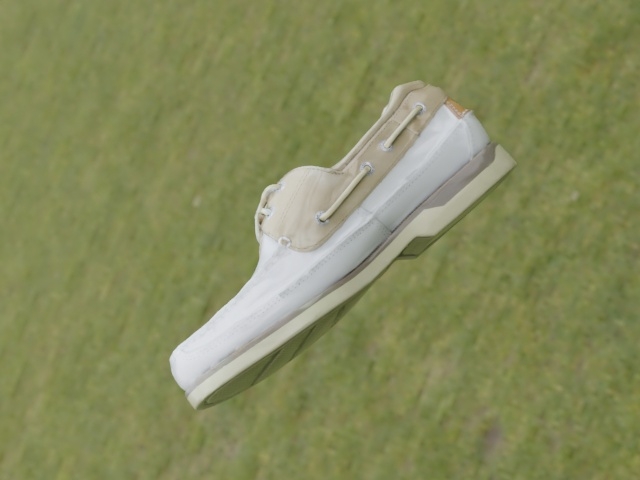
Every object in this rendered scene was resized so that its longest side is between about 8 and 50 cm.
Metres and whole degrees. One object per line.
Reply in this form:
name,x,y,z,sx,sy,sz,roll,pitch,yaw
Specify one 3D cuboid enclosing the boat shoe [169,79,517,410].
boat shoe,0.000,0.000,1.158,0.302,0.103,0.113,-38,-6,-24
